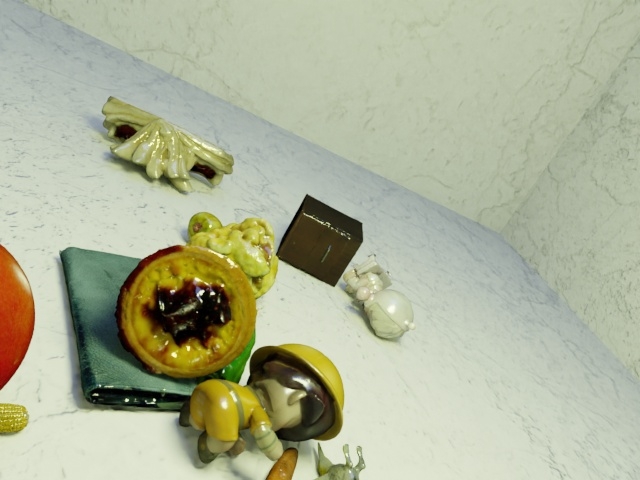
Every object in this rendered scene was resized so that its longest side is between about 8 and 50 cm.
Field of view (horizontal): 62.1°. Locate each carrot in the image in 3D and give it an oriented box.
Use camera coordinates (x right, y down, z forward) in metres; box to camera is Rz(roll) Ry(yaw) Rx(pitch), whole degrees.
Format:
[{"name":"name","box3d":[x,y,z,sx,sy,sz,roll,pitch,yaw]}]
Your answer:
[{"name":"carrot","box3d":[-0.065,0.361,0.784,0.047,0.047,0.191,30,17,2]}]

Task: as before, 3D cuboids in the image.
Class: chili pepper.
[{"name":"chili pepper","box3d":[-0.173,0.186,0.999,0.099,0.083,0.253,23,26,-14]}]

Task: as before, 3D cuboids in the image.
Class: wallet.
[{"name":"wallet","box3d":[-0.340,0.140,0.927,0.190,0.046,0.379,14,25,-38]}]

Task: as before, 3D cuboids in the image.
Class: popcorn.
[{"name":"popcorn","box3d":[-0.184,0.033,1.164,0.226,0.203,0.200,25,24,-27]}]

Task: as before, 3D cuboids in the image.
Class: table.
[{"name":"table","box3d":[0.000,0.000,1.530,0.193,0.169,0.172,28,21,-7]}]

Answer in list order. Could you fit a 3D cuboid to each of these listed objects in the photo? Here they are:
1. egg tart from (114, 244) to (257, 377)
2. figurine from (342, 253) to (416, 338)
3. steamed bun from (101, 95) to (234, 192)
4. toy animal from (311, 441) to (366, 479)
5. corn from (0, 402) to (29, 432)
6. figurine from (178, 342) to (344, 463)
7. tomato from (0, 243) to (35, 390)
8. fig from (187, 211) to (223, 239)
[{"name":"egg tart","box3d":[-0.212,0.105,0.865,0.215,0.215,0.171,25,3,-13]},{"name":"figurine","box3d":[0.173,0.169,1.432,0.144,0.182,0.257,-21,46,-8]},{"name":"steamed bun","box3d":[-0.469,-0.265,1.564,0.428,0.189,0.247,26,-8,-12]},{"name":"toy animal","box3d":[0.038,0.365,0.839,0.219,0.095,0.155,19,27,-29]},{"name":"corn","box3d":[-0.413,0.220,0.659,0.092,0.037,0.037,11,27,-33]},{"name":"figurine","box3d":[-0.076,0.249,0.837,0.192,0.167,0.257,6,1,44]},{"name":"tomato","box3d":[-0.464,0.093,0.562,0.298,0.298,0.226,15,54,-34]},{"name":"fig","box3d":[-0.281,-0.006,1.349,0.093,0.093,0.166,38,-17,22]}]
